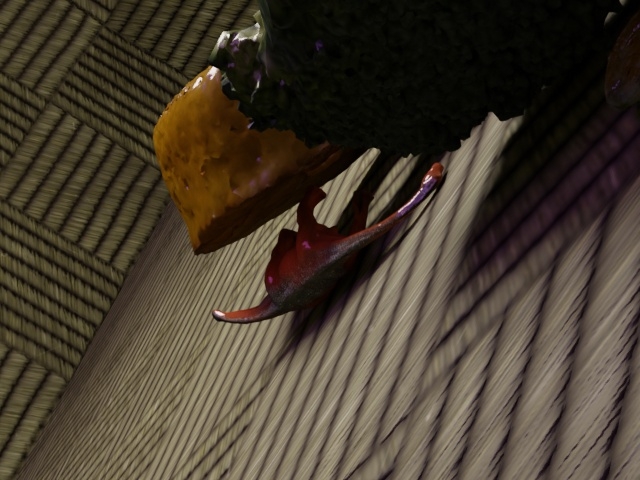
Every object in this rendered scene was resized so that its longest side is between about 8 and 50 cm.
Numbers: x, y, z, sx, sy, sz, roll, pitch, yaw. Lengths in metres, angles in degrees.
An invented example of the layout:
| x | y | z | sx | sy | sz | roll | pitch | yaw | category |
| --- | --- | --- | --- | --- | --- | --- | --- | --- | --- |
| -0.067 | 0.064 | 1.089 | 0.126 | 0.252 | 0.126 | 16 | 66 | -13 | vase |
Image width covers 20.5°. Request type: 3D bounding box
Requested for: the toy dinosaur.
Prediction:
| x | y | z | sx | sy | sz | roll | pitch | yaw | category |
| --- | --- | --- | --- | --- | --- | --- | --- | --- | --- |
| 0.006 | 0.003 | 1.245 | 0.279 | 0.055 | 0.101 | -47 | 20 | 45 | toy dinosaur |

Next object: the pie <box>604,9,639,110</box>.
| x | y | z | sx | sy | sz | roll | pitch | yaw | category |
| --- | --- | --- | --- | --- | --- | --- | --- | --- | --- |
| 0.155 | -0.090 | 0.785 | 0.084 | 0.021 | 0.084 | -52 | 11 | 15 | pie |

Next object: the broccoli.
| x | y | z | sx | sy | sz | roll | pitch | yaw | category |
| --- | --- | --- | --- | --- | --- | --- | --- | --- | --- |
| 0.043 | -0.219 | 0.993 | 0.353 | 0.275 | 0.397 | -61 | 21 | 6 | broccoli |

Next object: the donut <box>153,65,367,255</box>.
| x | y | z | sx | sy | sz | roll | pitch | yaw | category |
| --- | --- | --- | --- | --- | --- | --- | --- | --- | --- |
| -0.010 | -0.104 | 1.321 | 0.278 | 0.108 | 0.277 | -34 | -2 | -1 | donut |
